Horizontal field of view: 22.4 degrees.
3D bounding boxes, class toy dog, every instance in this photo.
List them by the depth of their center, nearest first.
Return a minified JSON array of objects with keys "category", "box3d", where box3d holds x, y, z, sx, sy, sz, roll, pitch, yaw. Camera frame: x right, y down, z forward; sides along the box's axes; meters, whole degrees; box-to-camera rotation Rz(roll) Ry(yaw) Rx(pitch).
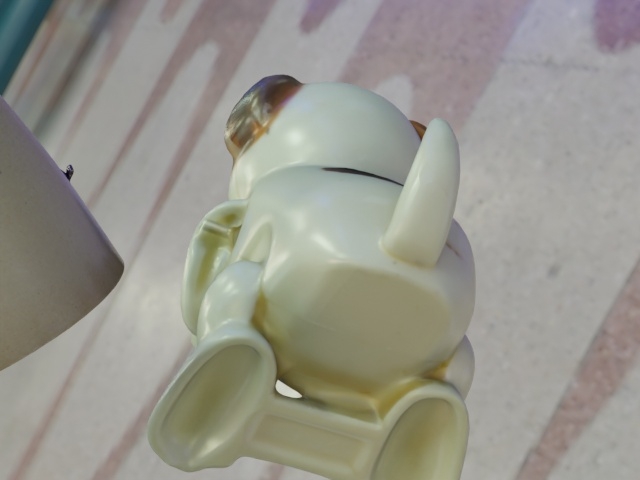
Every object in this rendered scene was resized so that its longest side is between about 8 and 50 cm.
[{"category":"toy dog","box3d":[0.000,0.000,1.544,0.408,0.284,0.395,-94,16,-57]}]

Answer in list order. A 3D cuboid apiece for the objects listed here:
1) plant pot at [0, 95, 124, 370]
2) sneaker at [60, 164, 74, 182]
[{"category":"plant pot","box3d":[-0.322,-0.045,1.205,0.256,0.274,0.256,-23,17,7]},{"category":"sneaker","box3d":[-0.423,-0.045,2.088,0.083,0.223,0.098,42,134,33]}]
